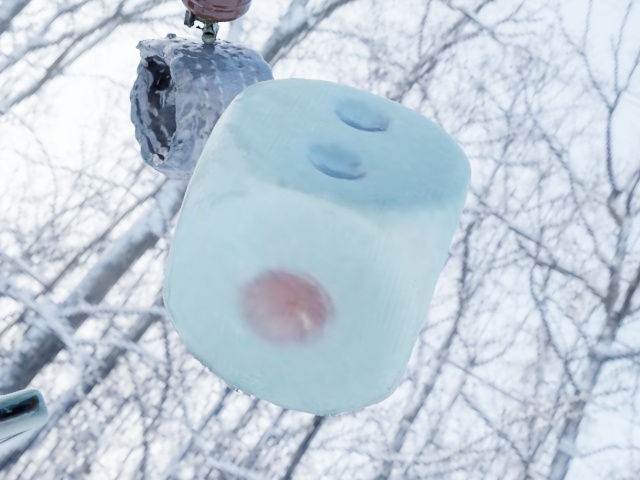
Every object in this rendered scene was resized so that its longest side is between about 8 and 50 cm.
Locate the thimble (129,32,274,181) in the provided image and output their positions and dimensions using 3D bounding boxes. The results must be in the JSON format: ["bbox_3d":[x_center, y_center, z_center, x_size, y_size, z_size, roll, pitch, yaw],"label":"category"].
[{"bbox_3d":[-0.172,-0.194,1.663,0.172,0.236,0.205,3,-39,-31],"label":"thimble"}]

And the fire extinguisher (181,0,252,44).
[{"bbox_3d":[-0.128,-0.399,1.557,0.106,0.147,0.337,15,-44,-5],"label":"fire extinguisher"}]

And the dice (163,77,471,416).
[{"bbox_3d":[0.000,0.000,1.227,0.265,0.262,0.268,19,-56,5],"label":"dice"}]

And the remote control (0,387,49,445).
[{"bbox_3d":[-0.432,0.222,1.197,0.140,0.296,0.056,-29,-100,37],"label":"remote control"}]
